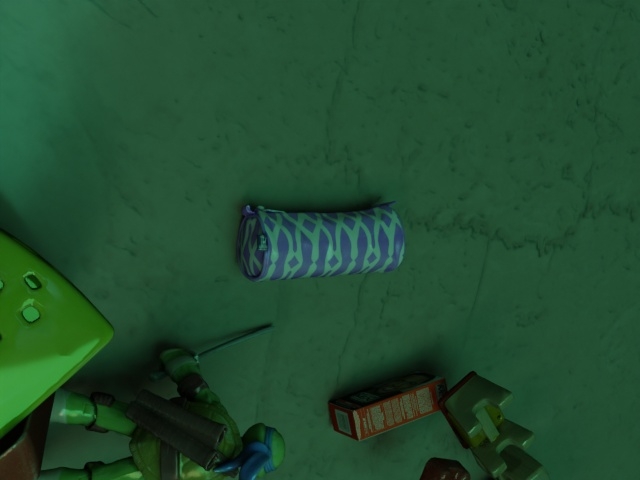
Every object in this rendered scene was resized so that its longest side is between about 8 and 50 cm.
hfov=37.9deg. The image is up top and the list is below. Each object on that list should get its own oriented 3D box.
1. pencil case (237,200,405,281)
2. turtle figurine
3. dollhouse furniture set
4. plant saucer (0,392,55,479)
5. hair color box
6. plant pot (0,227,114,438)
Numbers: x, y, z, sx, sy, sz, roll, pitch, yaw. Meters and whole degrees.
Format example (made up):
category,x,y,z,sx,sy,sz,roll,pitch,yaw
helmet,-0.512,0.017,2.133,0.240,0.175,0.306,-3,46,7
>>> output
category,x,y,z,sx,sy,sz,roll,pitch,yaw
pencil case,0.000,0.000,1.087,0.206,0.086,0.088,-2,80,-31
turtle figurine,-0.174,0.227,1.014,0.266,0.275,0.198,2,106,-4
dollhouse furniture set,0.202,0.354,1.273,0.201,0.152,0.374,-40,124,-13
plant saucer,-0.337,0.221,0.834,0.258,0.259,0.048,-40,106,-2
hair color box,0.090,0.213,1.211,0.141,0.072,0.043,-14,97,-26
plant pot,-0.344,0.066,0.809,0.228,0.227,0.207,-41,106,-18
